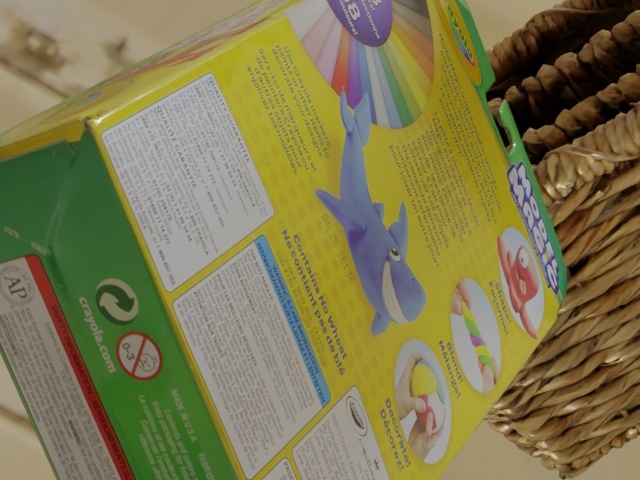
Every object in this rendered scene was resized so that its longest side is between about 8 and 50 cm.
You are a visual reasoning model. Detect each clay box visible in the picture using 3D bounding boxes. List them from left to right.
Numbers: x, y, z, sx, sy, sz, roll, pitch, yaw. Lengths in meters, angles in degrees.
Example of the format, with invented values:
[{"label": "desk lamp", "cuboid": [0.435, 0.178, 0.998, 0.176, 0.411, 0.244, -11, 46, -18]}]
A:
[{"label": "clay box", "cuboid": [0.000, 0.000, 0.453, 0.053, 0.127, 0.222, -16, -168, 28]}]

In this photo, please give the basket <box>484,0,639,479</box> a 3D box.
[{"label": "basket", "cuboid": [0.152, -0.066, 0.793, 0.299, 0.223, 0.213, -32, -132, 22]}]
